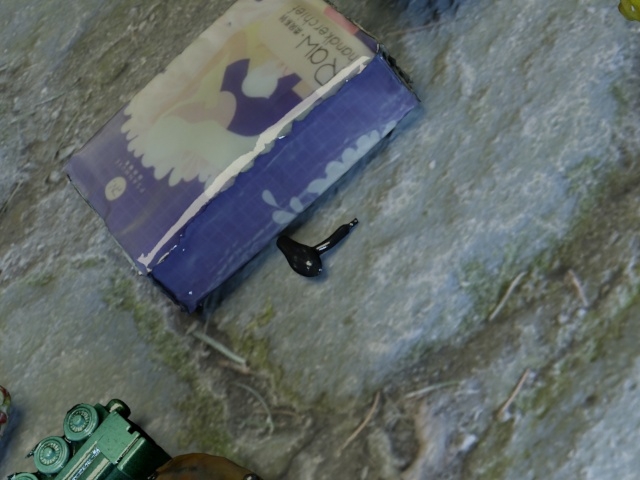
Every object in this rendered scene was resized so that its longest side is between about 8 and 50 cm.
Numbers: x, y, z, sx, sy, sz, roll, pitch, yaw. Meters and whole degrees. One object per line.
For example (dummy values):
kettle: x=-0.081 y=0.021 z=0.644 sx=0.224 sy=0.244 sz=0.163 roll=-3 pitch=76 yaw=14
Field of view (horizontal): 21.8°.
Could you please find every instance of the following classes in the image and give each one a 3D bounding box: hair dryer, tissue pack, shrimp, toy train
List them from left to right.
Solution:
toy train: x=-0.239 y=0.239 z=1.654 sx=0.170 sy=0.071 sz=0.111 roll=-50 pitch=51 yaw=-5
shrimp: x=-0.084 y=0.263 z=1.526 sx=0.262 sy=0.066 sz=0.117 roll=8 pitch=78 yaw=56
tissue pack: x=-0.087 y=-0.114 z=1.761 sx=0.344 sy=0.125 sz=0.242 roll=-44 pitch=42 yaw=0
hair dryer: x=0.000 y=0.000 z=1.692 sx=0.083 sy=0.031 sz=0.079 roll=-34 pitch=34 yaw=-9

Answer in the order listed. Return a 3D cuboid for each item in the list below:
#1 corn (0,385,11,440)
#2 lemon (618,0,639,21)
corn: x=-0.408 y=0.269 z=1.747 sx=0.092 sy=0.092 sz=0.280 roll=3 pitch=66 yaw=38
lemon: x=0.394 y=-0.301 z=1.447 sx=0.322 sy=0.268 sz=0.268 roll=-30 pitch=45 yaw=10
